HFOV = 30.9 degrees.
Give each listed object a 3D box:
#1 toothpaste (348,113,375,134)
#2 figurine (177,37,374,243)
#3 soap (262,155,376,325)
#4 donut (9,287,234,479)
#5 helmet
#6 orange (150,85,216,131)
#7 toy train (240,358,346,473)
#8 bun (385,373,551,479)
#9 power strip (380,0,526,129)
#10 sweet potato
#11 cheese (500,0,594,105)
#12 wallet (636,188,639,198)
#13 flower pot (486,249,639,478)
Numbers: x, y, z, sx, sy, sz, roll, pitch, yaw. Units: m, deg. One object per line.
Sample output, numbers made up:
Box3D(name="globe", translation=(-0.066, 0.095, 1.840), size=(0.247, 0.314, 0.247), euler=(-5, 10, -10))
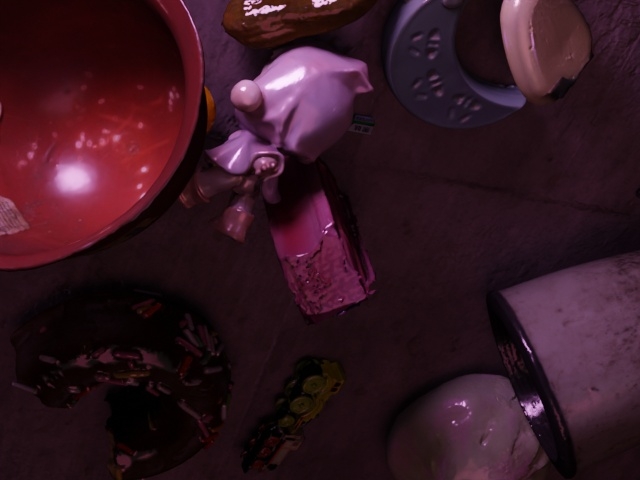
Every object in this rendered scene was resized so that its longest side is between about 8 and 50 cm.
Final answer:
Box3D(name="toothpaste", translation=(0.029, -0.156, 1.510), size=(0.083, 0.017, 0.020), euler=(9, 127, -18))
Box3D(name="figurine", translation=(-0.057, -0.128, 1.409), size=(0.276, 0.133, 0.200), euler=(-50, 161, 5))
Box3D(name="soap", translation=(0.000, 0.000, 1.482), size=(0.099, 0.250, 0.162), euler=(-23, 129, 5))
Box3D(name="donut", translation=(-0.258, 0.211, 1.682), size=(0.259, 0.136, 0.345), euler=(-21, 132, 10))
Box3D(name="helmet", translation=(-0.260, -0.130, 1.307), size=(0.385, 0.338, 0.230), euler=(-24, 165, 14))
Box3D(name="orange", translation=(-0.170, -0.161, 1.425), size=(0.083, 0.070, 0.083), euler=(8, 113, 19))
Box3D(name="toy train", translation=(-0.048, 0.286, 1.840), size=(0.085, 0.053, 0.250), euler=(14, 126, -29))
Box3D(name="bun", translation=(0.257, 0.367, 1.887), size=(0.293, 0.187, 0.293), euler=(-6, 128, -8))
Box3D(name="power strip", translation=(0.156, -0.239, 1.444), size=(0.167, 0.054, 0.253), euler=(-24, 131, 7))
Box3D(name="sweet potato", translation=(-0.005, -0.282, 1.358), size=(0.233, 0.062, 0.081), euler=(-20, 88, 4))
Box3D(name="cheese", translation=(0.249, -0.287, 1.397), size=(0.127, 0.054, 0.251), euler=(-52, 127, -22))
Box3D(name="wallet", translation=(0.639, -0.137, 1.643), size=(0.247, 0.041, 0.323), euler=(18, 129, -23))
Box3D(name="flower pot", translation=(0.445, 0.153, 1.699), size=(0.330, 0.294, 0.294), euler=(-22, 131, -3))
